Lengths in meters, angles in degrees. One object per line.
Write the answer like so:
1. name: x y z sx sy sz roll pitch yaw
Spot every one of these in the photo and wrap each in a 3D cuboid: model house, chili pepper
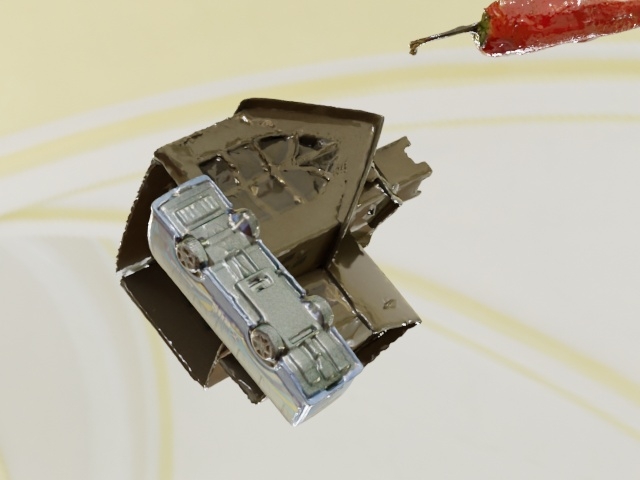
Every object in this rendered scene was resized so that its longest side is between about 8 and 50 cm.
1. model house: 0.000 0.000 1.224 0.204 0.243 0.211 52 -33 18
2. chili pepper: 0.195 -0.174 1.198 0.268 0.050 0.059 -11 -32 -19

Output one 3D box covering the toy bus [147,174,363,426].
1. toy bus: -0.041 0.036 0.890 0.153 0.051 0.061 49 -33 16
